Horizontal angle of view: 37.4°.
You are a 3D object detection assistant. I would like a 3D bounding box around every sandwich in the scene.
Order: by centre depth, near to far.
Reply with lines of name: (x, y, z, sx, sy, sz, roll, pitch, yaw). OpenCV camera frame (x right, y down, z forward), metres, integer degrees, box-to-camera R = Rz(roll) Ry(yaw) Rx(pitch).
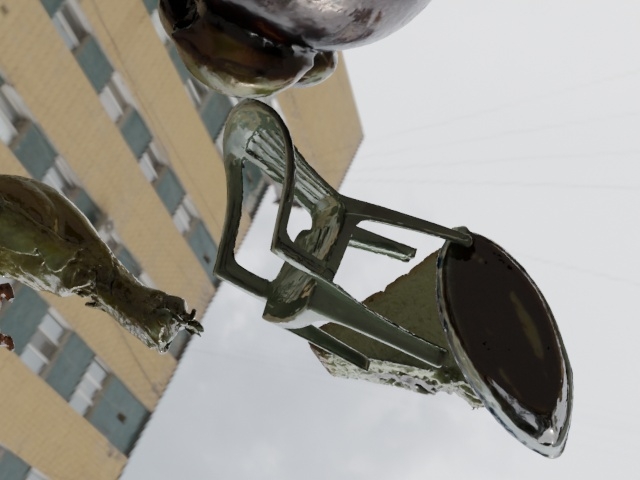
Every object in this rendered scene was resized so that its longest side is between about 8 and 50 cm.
sandwich: (0.156, 0.172, 1.468, 0.288, 0.100, 0.254, -31, -118, -6)

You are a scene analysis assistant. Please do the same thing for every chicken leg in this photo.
chicken leg: (-0.373, 0.042, 1.474, 0.429, 0.201, 0.153, 34, -126, 0)

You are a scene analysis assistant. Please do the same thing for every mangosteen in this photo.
mangosteen: (-0.028, -0.282, 0.876, 0.306, 0.347, 0.307, 22, -152, -13)

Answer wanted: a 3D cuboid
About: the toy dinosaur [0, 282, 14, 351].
toy dinosaur: (-0.265, 0.050, 0.716, 0.055, 0.154, 0.049, -13, -154, -33)

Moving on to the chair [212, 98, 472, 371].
chair: (0.000, 0.000, 0.994, 0.274, 0.203, 0.191, 26, -108, -19)

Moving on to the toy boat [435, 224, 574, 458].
toy boat: (0.195, 0.106, 1.011, 0.114, 0.115, 0.262, -22, -115, -2)
